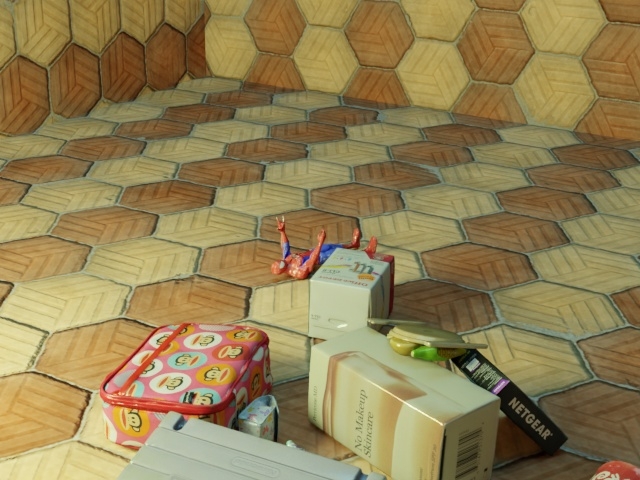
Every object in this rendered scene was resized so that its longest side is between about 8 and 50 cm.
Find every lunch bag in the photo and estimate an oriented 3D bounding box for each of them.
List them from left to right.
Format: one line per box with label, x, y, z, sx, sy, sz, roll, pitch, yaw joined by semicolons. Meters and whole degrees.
lunch bag;-0.234;0.239;1.630;0.258;0.120;0.293;3;20;15
lunch bag;-0.093;0.293;1.548;0.053;0.071;0.083;12;23;20

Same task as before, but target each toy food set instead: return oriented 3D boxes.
toy food set;0.165;0.163;1.553;0.133;0.038;0.192;6;5;-27

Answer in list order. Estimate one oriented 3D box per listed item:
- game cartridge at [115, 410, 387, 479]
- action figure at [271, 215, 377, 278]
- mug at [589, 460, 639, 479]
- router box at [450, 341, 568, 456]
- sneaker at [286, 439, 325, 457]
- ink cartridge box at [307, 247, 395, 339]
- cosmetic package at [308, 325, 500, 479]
game cartridge;-0.113;0.367;1.317;0.355;0.068;0.230;12;44;24
action figure;0.000;0.000;2.197;0.280;0.139;0.091;-21;29;-37
mug;0.364;0.395;1.315;0.169;0.150;0.113;-25;70;-40
router box;0.300;0.251;1.552;0.046;0.179;0.133;-46;29;1
sneaker;-0.012;0.339;1.489;0.069;0.038;0.098;-5;32;-17
ink cartridge box;0.062;0.110;1.930;0.128;0.127;0.176;8;24;17
cosmetic package;0.122;0.266;1.522;0.129;0.153;0.296;-15;26;-37
